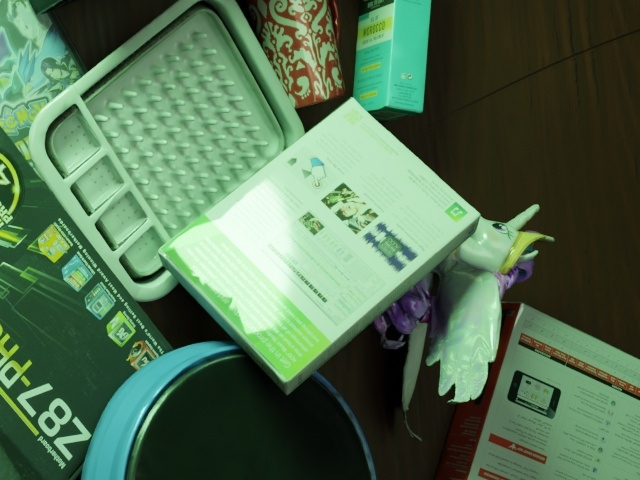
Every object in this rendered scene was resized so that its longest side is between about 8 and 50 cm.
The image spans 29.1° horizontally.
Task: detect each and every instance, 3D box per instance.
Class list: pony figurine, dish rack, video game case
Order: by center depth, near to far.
[{"bbox_3d":[-0.404,-0.164,1.454,0.275,0.035,0.248,-34,103,-26],"label":"video game case"},{"bbox_3d":[-0.190,-0.122,1.523,0.333,0.072,0.285,-44,123,-23],"label":"dish rack"},{"bbox_3d":[0.119,0.051,1.628,0.363,0.303,0.351,23,68,-11],"label":"pony figurine"}]

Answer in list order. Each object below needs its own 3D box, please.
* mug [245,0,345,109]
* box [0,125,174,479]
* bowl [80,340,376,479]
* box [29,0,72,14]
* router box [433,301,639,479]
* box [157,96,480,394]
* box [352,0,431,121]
[{"bbox_3d":[-0.015,-0.269,1.635,0.150,0.113,0.169,-19,100,-27],"label":"mug"},{"bbox_3d":[-0.380,0.098,1.367,0.318,0.097,0.395,-49,118,-32],"label":"box"},{"bbox_3d":[-0.092,0.308,1.458,0.391,0.077,0.391,11,71,-35],"label":"bowl"},{"bbox_3d":[-0.202,-0.487,1.463,0.395,0.212,0.293,-31,103,-32],"label":"box"},{"bbox_3d":[0.353,0.288,1.826,0.335,0.082,0.301,26,76,-26],"label":"router box"},{"bbox_3d":[0.000,0.000,1.495,0.322,0.058,0.232,-39,70,-19],"label":"box"},{"bbox_3d":[0.100,-0.293,1.702,0.060,0.100,0.244,7,84,-28],"label":"box"}]
